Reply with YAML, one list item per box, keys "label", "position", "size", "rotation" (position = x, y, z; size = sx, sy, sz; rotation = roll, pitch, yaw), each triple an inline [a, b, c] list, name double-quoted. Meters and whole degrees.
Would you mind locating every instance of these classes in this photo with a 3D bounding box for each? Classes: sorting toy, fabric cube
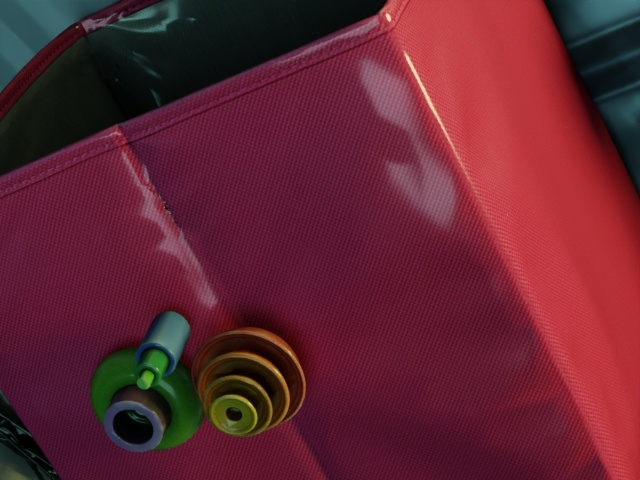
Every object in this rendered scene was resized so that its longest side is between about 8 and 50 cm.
- label: "sorting toy"
  position: [-0.058, 0.065, 0.664]
  size: [0.102, 0.042, 0.061]
  rotation: [-18, 113, 22]
- label: "fabric cube"
  position: [0.000, 0.000, 0.787]
  size: [0.259, 0.254, 0.258]
  rotation: [-20, 113, 22]

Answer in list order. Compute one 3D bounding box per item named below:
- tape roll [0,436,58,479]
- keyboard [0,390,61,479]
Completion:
- label: "tape roll"
  position: [-0.293, 0.279, 1.115]
  size: [0.392, 0.072, 0.392]
  rotation: [6, 119, 10]
- label: "keyboard"
  position: [-0.184, 0.090, 1.016]
  size: [0.192, 0.038, 0.100]
  rotation: [35, 97, -5]
